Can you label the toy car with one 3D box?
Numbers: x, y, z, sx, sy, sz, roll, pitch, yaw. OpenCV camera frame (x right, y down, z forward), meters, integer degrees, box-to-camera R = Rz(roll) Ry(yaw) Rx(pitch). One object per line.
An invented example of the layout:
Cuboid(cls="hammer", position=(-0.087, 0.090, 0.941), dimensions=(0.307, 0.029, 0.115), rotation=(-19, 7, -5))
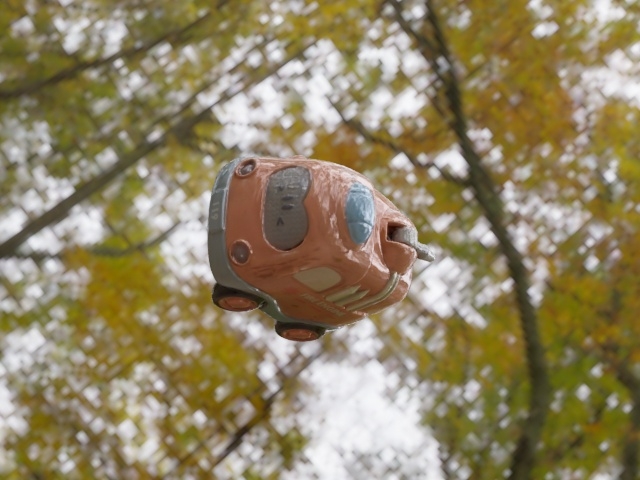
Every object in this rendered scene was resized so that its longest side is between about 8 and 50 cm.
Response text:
Cuboid(cls="toy car", position=(0.000, 0.000, 2.095), dimensions=(0.212, 0.180, 0.270), rotation=(-14, -28, 34))
